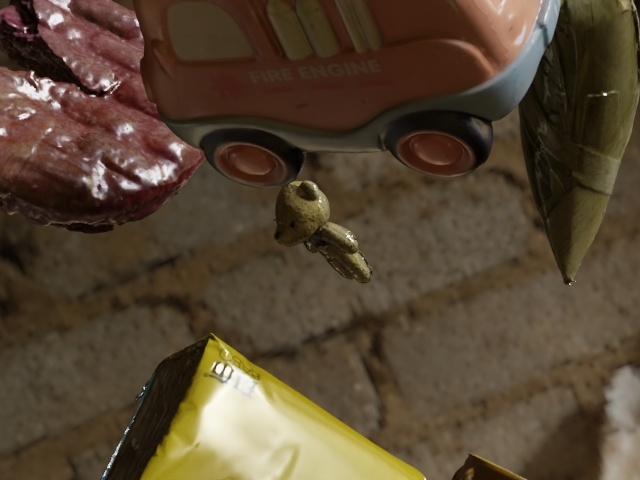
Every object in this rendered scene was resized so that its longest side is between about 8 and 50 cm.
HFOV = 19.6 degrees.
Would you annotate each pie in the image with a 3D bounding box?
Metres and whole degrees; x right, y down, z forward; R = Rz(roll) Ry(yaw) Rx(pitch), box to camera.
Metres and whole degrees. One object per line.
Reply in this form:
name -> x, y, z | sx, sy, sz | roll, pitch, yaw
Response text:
pie -> -0.183, -0.094, 1.352 | 0.218, 0.204, 0.054 | -41, -17, -42

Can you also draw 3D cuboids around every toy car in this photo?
toy car -> 0.001, -0.164, 1.112 | 0.270, 0.212, 0.181 | -2, 56, 26

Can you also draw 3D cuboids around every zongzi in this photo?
zongzi -> 0.171, -0.084, 1.217 | 0.081, 0.189, 0.178 | 3, 66, 5

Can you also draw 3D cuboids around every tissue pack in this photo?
tissue pack -> -0.053, 0.238, 1.735 | 0.134, 0.271, 0.192 | -35, 26, 51

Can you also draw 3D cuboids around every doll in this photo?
doll -> 0.005, -0.007, 1.388 | 0.061, 0.093, 0.051 | 2, 68, 57

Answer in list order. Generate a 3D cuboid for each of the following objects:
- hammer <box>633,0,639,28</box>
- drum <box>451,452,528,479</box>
hammer -> 0.392, -0.039, 1.470 | 0.168, 0.440, 0.044 | -27, -23, -10
drum -> 0.239, 0.329, 1.275 | 0.214, 0.431, 0.431 | -64, 26, -3
